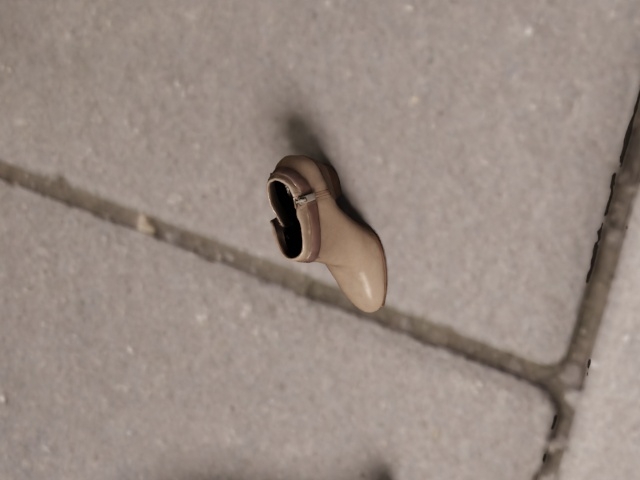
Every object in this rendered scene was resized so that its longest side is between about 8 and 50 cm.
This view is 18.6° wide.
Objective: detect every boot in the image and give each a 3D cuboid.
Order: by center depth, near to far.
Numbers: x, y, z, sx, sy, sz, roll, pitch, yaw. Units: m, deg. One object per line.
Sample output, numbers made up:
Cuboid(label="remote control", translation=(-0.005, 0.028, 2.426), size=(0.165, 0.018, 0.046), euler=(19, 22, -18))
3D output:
Cuboid(label="boot", translation=(0.000, 0.000, 1.276), size=(0.042, 0.087, 0.118), euler=(-23, 92, 26))
